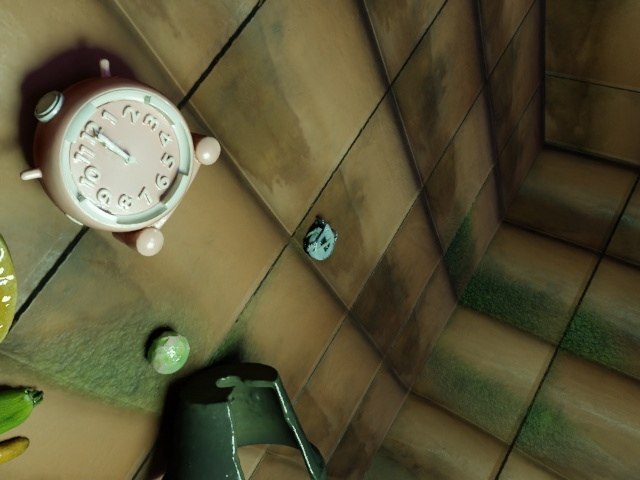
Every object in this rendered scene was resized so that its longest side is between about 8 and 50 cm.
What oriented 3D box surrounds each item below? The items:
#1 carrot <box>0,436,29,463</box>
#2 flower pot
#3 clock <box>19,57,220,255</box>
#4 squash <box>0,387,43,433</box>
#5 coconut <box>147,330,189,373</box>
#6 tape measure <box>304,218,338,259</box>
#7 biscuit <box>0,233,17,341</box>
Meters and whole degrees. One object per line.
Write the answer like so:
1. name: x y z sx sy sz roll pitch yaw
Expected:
1. carrot: -0.533 0.336 0.857 0.191 0.047 0.047 10 102 -60
2. flower pot: -0.192 0.422 1.220 0.379 0.379 0.252 -20 105 -50
3. clock: -0.308 -0.129 0.821 0.241 0.142 0.227 41 75 -48
4. squash: -0.535 0.273 0.780 0.318 0.071 0.080 -18 130 -51
5. coconut: -0.300 0.220 1.104 0.083 0.081 0.082 -30 121 -33
6. tape measure: 0.000 0.002 1.442 0.091 0.054 0.094 36 77 -52
7. biscuit: -0.545 0.115 0.676 0.343 0.057 0.288 -23 128 -50
